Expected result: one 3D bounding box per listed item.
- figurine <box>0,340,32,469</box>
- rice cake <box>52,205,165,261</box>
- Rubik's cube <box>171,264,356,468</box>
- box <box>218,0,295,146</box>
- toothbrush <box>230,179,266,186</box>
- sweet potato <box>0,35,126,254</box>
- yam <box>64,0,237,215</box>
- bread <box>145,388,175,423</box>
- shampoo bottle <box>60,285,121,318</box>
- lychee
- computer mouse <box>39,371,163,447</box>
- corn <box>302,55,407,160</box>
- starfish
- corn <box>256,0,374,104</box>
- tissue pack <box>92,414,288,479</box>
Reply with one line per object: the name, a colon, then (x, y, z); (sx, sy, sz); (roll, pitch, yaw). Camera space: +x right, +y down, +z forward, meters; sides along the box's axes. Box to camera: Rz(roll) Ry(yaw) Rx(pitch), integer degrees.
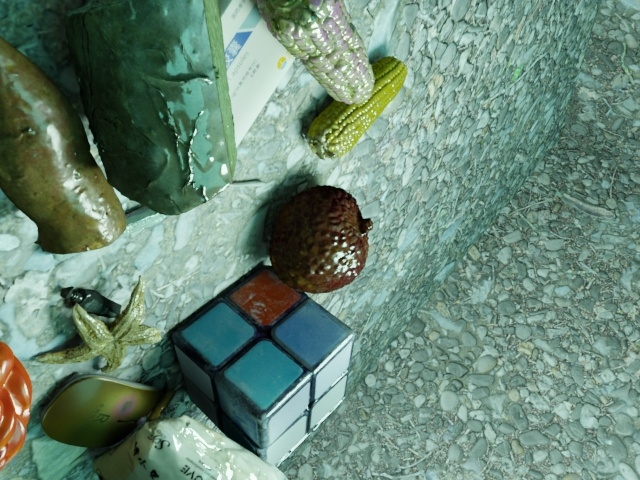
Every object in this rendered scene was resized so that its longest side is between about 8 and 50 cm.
figurine: (-0.590, 0.245, 0.667); (0.412, 0.241, 0.305); (9, 90, -42)
rice cake: (-0.352, -0.016, 0.921); (0.208, 0.033, 0.033); (-30, 146, -40)
Rubik's cube: (-0.134, 0.311, 1.343); (0.316, 0.318, 0.313); (-38, 150, -32)
box: (-0.162, -0.272, 0.898); (0.343, 0.065, 0.200); (-56, 153, 2)
toothbrush: (-0.178, -0.117, 1.106); (0.204, 0.017, 0.022); (-9, 118, -55)
sweet potato: (-0.358, -0.121, 0.687); (0.131, 0.131, 0.336); (-40, 147, -26)
yam: (-0.209, -0.185, 0.716); (0.202, 0.202, 0.271); (-11, 116, 2)
bread: (-0.388, 0.407, 1.325); (0.110, 0.024, 0.110); (-56, -176, 6)
shampoo bottle: (-0.410, 0.111, 0.980); (0.048, 0.027, 0.137); (-44, 153, -2)
lychee: (0.000, 0.000, 1.298); (0.261, 0.261, 0.260); (-39, 150, -29)
computer mouse: (-0.448, 0.361, 1.165); (0.158, 0.072, 0.310); (-49, 154, -7)
corn: (0.085, -0.304, 1.237); (0.305, 0.106, 0.106); (-50, 154, -19)
starfish: (-0.399, 0.178, 1.022); (0.236, 0.062, 0.277); (-2, 139, -42)
corn: (0.013, -0.333, 0.917); (0.126, 0.127, 0.335); (-57, 156, 5)
tissue pack: (-0.285, 0.532, 1.205); (0.390, 0.376, 0.195); (-41, -165, 44)
